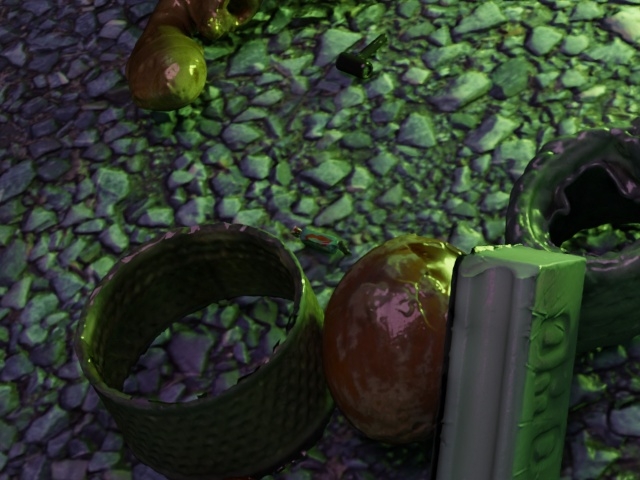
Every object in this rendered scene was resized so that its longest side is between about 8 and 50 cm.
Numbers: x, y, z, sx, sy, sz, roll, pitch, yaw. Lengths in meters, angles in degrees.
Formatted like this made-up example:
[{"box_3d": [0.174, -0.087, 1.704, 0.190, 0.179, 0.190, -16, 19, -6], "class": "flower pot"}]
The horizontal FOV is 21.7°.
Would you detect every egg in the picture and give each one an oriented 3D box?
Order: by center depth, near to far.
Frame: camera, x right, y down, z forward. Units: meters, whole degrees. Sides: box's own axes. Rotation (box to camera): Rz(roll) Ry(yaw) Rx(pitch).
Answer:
[{"box_3d": [0.094, 0.105, 1.736, 0.195, 0.195, 0.233, 5, 47, 22], "class": "egg"}]

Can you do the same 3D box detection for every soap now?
[{"box_3d": [0.186, 0.139, 1.625, 0.094, 0.261, 0.150, 9, 8, 34], "class": "soap"}]

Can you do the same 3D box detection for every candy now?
[{"box_3d": [0.000, 0.000, 1.974, 0.083, 0.030, 0.020, 19, 64, 27], "class": "candy"}]

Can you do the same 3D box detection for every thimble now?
[{"box_3d": [0.309, -0.006, 1.787, 0.205, 0.172, 0.250, 27, 64, 31], "class": "thimble"}, {"box_3d": [-0.117, 0.121, 1.811, 0.271, 0.150, 0.271, -11, 47, 12], "class": "thimble"}]

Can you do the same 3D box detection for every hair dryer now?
[{"box_3d": [0.063, -0.245, 2.189, 0.047, 0.026, 0.083, 26, 53, 33], "class": "hair dryer"}]

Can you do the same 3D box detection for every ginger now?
[{"box_3d": [-0.163, -0.329, 2.286, 0.363, 0.122, 0.348, -46, 40, -9], "class": "ginger"}]

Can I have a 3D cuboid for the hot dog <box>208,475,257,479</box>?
[{"box_3d": [-0.120, 0.287, 1.721, 0.147, 0.065, 0.099, -6, 45, -3], "class": "hot dog"}]
